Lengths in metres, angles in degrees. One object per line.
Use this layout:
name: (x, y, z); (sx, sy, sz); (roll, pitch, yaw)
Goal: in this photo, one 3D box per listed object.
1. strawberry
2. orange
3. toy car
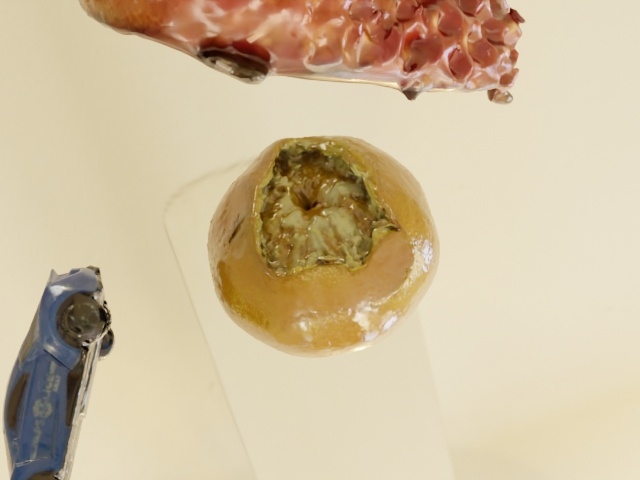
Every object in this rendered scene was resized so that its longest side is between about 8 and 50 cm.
strawberry: (-0.004, -0.099, 0.553); (0.188, 0.121, 0.082); (4, -75, -36)
orange: (0.000, 0.000, 1.008); (0.155, 0.154, 0.134); (-23, -50, -4)
toy car: (-0.188, 0.122, 1.058); (0.063, 0.103, 0.216); (13, -103, -4)
